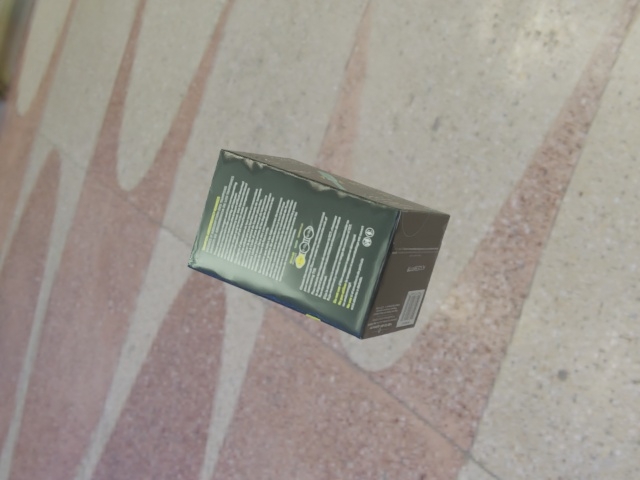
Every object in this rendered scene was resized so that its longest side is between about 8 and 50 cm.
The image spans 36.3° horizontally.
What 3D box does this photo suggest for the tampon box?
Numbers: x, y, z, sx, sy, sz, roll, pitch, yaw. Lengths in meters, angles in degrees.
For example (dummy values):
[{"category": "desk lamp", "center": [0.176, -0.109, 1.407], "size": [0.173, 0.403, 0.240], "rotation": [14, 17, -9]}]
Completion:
[{"category": "tampon box", "center": [0.000, 0.000, 0.782], "size": [0.161, 0.120, 0.101], "rotation": [21, 99, 25]}]
